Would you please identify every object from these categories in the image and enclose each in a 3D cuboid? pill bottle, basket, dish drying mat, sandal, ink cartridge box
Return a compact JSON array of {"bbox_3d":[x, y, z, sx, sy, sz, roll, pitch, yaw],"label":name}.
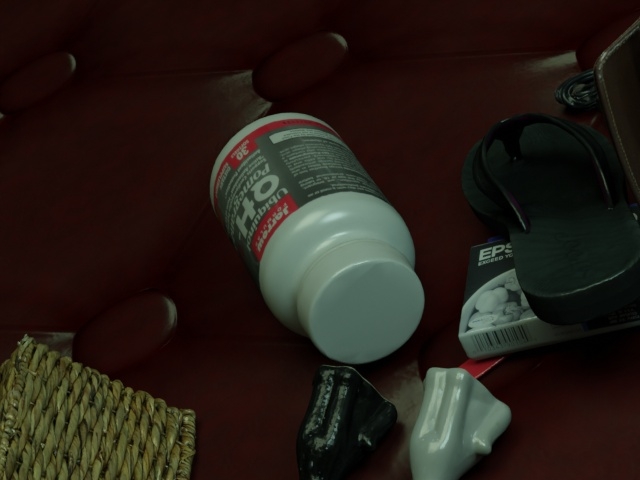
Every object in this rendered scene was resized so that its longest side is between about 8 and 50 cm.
[{"bbox_3d":[0.000,0.000,2.045,0.176,0.176,0.318,-31,35,-2],"label":"pill bottle"},{"bbox_3d":[-0.283,0.295,1.955,0.213,0.223,0.299,-50,23,33],"label":"basket"},{"bbox_3d":[0.178,0.120,1.917,0.083,0.008,0.032,-36,35,-7],"label":"dish drying mat"},{"bbox_3d":[0.242,-0.059,1.926,0.167,0.107,0.446,-23,23,2],"label":"sandal"},{"bbox_3d":[0.255,0.026,1.941,0.206,0.045,0.208,-14,34,21],"label":"ink cartridge box"}]

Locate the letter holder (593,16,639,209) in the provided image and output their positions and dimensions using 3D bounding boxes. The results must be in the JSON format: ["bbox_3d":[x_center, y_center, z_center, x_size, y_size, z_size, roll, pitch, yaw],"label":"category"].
[{"bbox_3d":[0.413,-0.097,1.764,0.214,0.302,0.152,-41,37,-16],"label":"letter holder"}]

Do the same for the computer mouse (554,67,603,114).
[{"bbox_3d":[0.392,-0.164,2.074,0.188,0.072,0.272,-33,23,-2],"label":"computer mouse"}]

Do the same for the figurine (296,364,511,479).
[{"bbox_3d":[0.061,0.233,1.806,0.214,0.092,0.209,-2,51,33],"label":"figurine"}]
